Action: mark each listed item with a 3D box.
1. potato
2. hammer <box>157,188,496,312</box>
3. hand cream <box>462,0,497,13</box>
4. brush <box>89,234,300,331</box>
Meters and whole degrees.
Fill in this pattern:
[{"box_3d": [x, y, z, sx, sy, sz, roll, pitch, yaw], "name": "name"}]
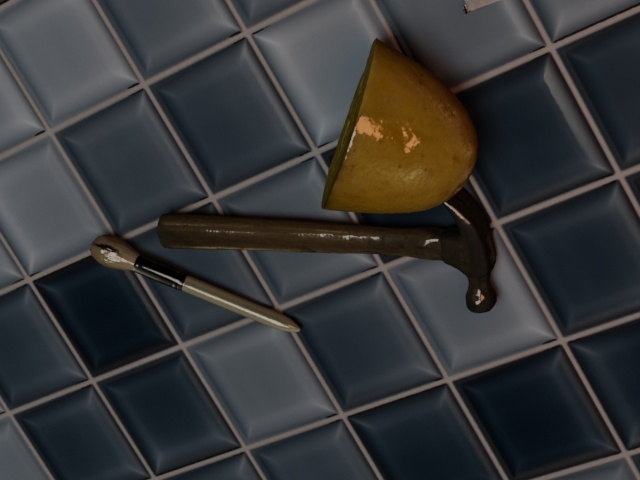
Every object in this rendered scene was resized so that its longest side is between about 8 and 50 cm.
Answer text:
[{"box_3d": [0.098, -0.106, 2.000, 0.158, 0.178, 0.203, 21, 99, -4], "name": "potato"}, {"box_3d": [0.000, 0.000, 2.161, 0.440, 0.044, 0.168, 2, 117, 24], "name": "hammer"}, {"box_3d": [0.140, -0.370, 1.899, 0.084, 0.050, 0.257, -15, 115, 32], "name": "hand cream"}, {"box_3d": [-0.163, 0.058, 2.273, 0.299, 0.039, 0.042, 21, 122, 12], "name": "brush"}]
